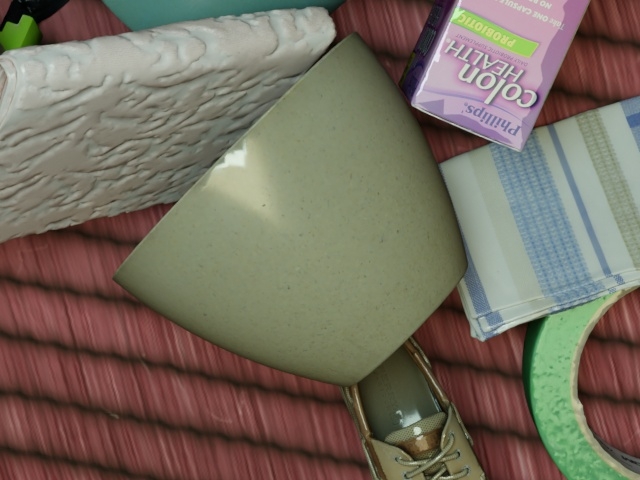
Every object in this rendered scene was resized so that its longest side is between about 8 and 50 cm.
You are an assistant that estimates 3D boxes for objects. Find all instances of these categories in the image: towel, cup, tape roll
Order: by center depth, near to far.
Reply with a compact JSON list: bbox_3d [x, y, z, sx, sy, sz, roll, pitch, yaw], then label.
[{"bbox_3d":[-0.188,-0.101,1.507,0.332,0.317,0.053,-16,72,-37],"label":"towel"},{"bbox_3d":[0.000,0.000,1.589,0.237,0.331,0.331,45,97,-3],"label":"cup"},{"bbox_3d":[0.260,-0.029,1.697,0.285,0.034,0.209,-19,63,2],"label":"towel"},{"bbox_3d":[0.376,0.139,1.751,0.321,0.077,0.321,0,100,-1],"label":"tape roll"}]

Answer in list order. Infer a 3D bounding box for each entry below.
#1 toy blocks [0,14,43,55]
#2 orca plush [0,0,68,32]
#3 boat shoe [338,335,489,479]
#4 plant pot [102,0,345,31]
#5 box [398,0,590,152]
[{"bbox_3d":[-0.428,-0.169,1.583,0.261,0.381,0.190,19,77,8],"label":"toy blocks"},{"bbox_3d":[-0.364,-0.338,1.654,0.151,0.102,0.287,-18,99,3],"label":"orca plush"},{"bbox_3d":[0.098,0.218,1.683,0.123,0.116,0.324,-28,71,-4],"label":"boat shoe"},{"bbox_3d":[-0.091,-0.305,1.579,0.293,0.293,0.235,42,111,-7],"label":"plant pot"},{"bbox_3d":[0.180,-0.229,1.617,0.117,0.213,0.243,22,100,-4],"label":"box"}]
